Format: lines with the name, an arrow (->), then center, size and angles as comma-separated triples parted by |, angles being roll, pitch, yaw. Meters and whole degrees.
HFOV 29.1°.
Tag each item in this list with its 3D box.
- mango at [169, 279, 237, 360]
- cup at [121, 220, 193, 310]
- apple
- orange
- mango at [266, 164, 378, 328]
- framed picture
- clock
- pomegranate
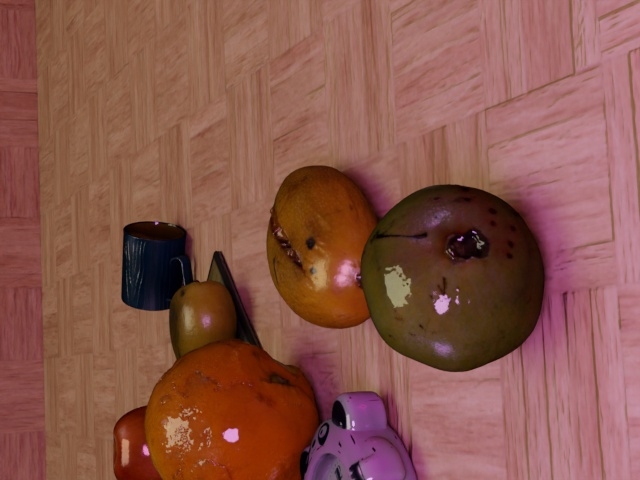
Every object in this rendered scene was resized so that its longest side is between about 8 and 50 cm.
mango -> -0.190, 0.152, 1.957 | 0.137, 0.098, 0.195 | -132, 42, -51
cup -> -0.299, 0.053, 2.219 | 0.150, 0.113, 0.138 | -138, 51, -62
apple -> -0.307, 0.375, 2.207 | 0.163, 0.139, 0.163 | 178, 90, -65
orange -> -0.117, 0.249, 1.650 | 0.240, 0.240, 0.240 | 180, 90, -66
mango -> -0.005, 0.000, 1.539 | 0.295, 0.120, 0.177 | -130, 48, -56
framed picture -> -0.149, 0.221, 2.001 | 0.347, 0.016, 0.265 | -117, 36, -45
clock -> 0.046, 0.324, 1.468 | 0.227, 0.090, 0.248 | 118, 146, -46
pomegranate -> 0.127, 0.054, 1.195 | 0.179, 0.179, 0.210 | -120, 19, -49
